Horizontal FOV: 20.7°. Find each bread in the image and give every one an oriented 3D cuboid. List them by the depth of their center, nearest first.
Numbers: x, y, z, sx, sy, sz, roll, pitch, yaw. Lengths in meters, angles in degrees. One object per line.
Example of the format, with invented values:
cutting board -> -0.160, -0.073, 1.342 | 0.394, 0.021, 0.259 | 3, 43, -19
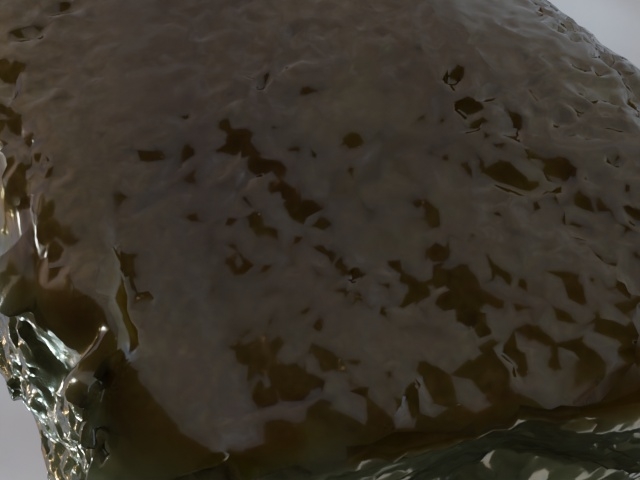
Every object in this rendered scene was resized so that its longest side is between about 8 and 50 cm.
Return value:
bread -> 0.000, 0.000, 0.641 | 0.250, 0.279, 0.225 | -12, -34, -12
